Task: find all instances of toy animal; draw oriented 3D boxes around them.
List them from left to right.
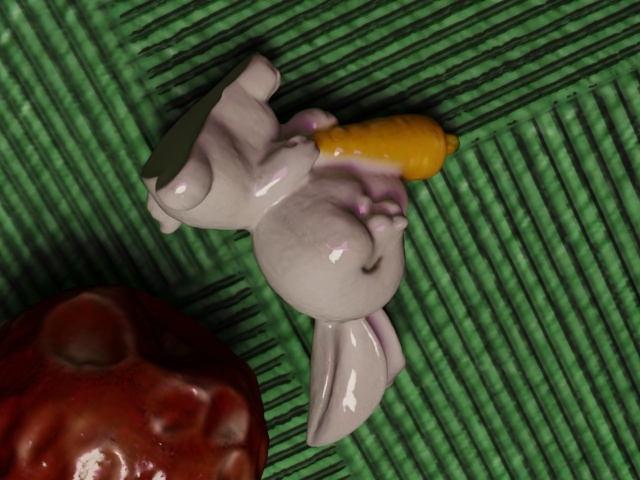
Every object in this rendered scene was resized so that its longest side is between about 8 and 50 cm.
[{"bbox_3d":[0.000,0.000,0.956,0.182,0.131,0.127,43,137,-14],"label":"toy animal"}]

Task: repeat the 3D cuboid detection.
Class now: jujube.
[{"bbox_3d":[-0.129,0.129,0.960,0.155,0.155,0.230,29,118,-18],"label":"jujube"}]
